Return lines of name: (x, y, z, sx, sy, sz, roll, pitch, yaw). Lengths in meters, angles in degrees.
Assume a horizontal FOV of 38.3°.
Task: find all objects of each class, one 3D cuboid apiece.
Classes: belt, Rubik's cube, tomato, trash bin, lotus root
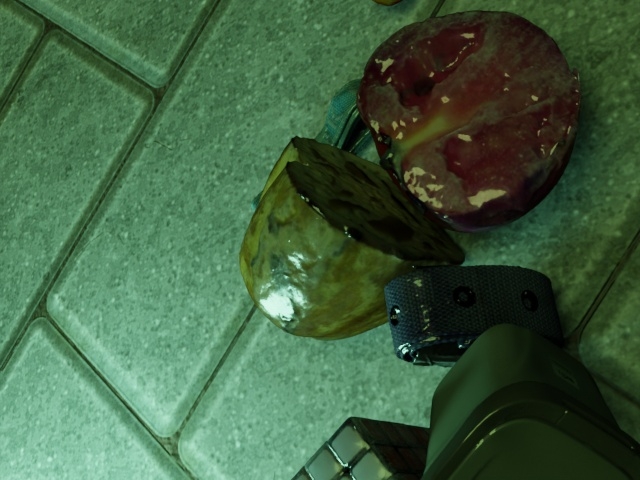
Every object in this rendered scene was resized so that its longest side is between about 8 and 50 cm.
belt: (0.197, 0.090, 1.193, 0.139, 0.230, 0.126, 124, 143, -59)
Rubik's cube: (0.087, 0.386, 1.145, 0.237, 0.237, 0.238, -51, 53, 14)
tomato: (0.220, -0.150, 1.294, 0.289, 0.176, 0.335, -30, 60, 1)
trash bin: (0.221, 0.233, 1.014, 0.219, 0.220, 0.250, -52, 7, 19)
lotus root: (0.000, 0.000, 1.330, 0.250, 0.316, 0.316, -47, 52, 24)
belt: (-0.007, -0.129, 1.501, 0.302, 0.087, 0.072, -50, 55, 11)

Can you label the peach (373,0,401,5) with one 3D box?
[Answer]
peach: (0.108, -0.437, 1.527, 0.100, 0.100, 0.101, -14, 66, 32)
